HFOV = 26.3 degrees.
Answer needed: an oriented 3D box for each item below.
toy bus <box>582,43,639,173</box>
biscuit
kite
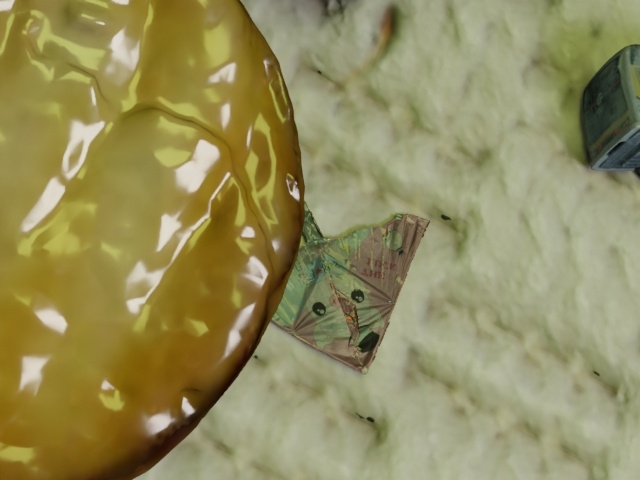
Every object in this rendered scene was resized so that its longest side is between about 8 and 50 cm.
[{"bbox_3d":[0.251,-0.077,0.833,0.191,0.064,0.075,1,66,-22],"label":"toy bus"},{"bbox_3d":[-0.155,-0.023,0.593,0.297,0.102,0.296,-2,96,-16],"label":"biscuit"},{"bbox_3d":[0.000,0.000,0.734,0.137,0.005,0.152,-12,77,-28],"label":"kite"}]
